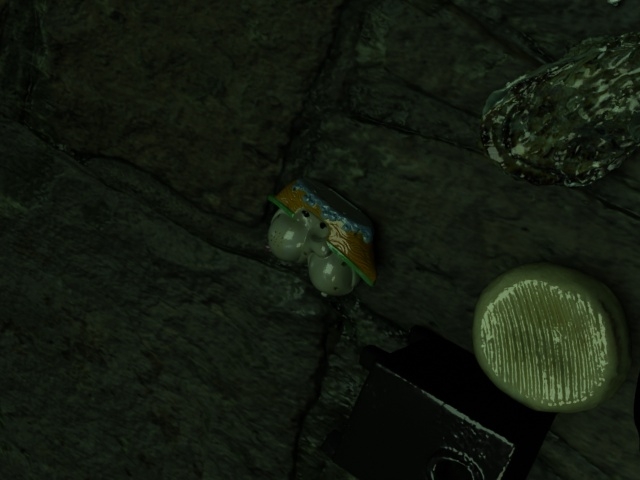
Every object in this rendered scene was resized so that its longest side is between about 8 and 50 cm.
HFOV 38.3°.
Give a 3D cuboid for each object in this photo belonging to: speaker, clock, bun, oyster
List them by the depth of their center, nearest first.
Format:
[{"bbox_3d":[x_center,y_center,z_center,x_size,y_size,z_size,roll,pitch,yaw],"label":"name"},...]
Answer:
[{"bbox_3d":[0.374,-0.187,1.210,0.351,0.158,0.162,-28,124,22],"label":"oyster"},{"bbox_3d":[0.322,0.131,1.280,0.222,0.127,0.222,2,95,18],"label":"bun"},{"bbox_3d":[0.170,0.270,1.318,0.254,0.232,0.184,28,108,24],"label":"speaker"},{"bbox_3d":[0.000,0.000,1.459,0.231,0.103,0.144,38,114,23],"label":"clock"}]

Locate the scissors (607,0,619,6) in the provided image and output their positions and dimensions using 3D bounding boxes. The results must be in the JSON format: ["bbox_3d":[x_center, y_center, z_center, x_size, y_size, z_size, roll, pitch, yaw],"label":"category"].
[{"bbox_3d":[0.428,-0.406,1.205,0.101,0.027,0.204,33,109,24],"label":"scissors"}]

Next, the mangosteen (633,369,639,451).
[{"bbox_3d":[0.522,0.202,1.085,0.311,0.311,0.311,4,98,30],"label":"mangosteen"}]
